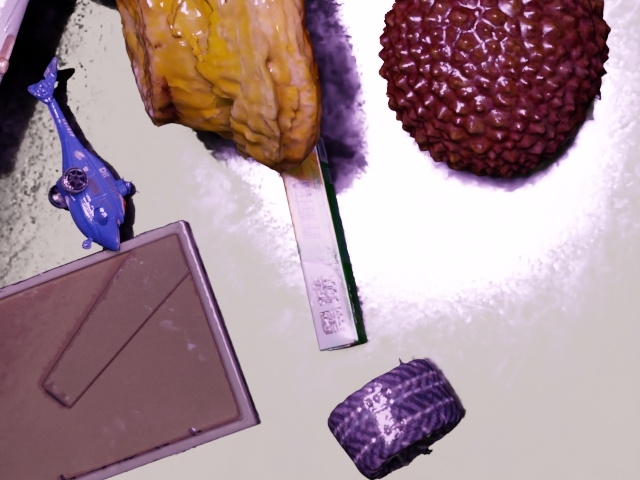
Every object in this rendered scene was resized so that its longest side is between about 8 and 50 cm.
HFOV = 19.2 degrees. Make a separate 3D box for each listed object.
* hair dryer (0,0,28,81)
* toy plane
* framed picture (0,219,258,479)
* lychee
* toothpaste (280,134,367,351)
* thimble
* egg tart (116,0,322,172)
[{"bbox_3d":[-0.261,-0.155,1.534,0.173,0.107,0.357,21,94,21],"label":"hair dryer"},{"bbox_3d":[-0.198,-0.067,1.560,0.062,0.054,0.167,-22,84,-26],"label":"toy plane"},{"bbox_3d":[-0.197,0.109,1.565,0.250,0.016,0.184,-21,84,4],"label":"framed picture"},{"bbox_3d":[0.128,-0.142,1.455,0.188,0.188,0.188,0,87,6],"label":"lychee"},{"bbox_3d":[0.000,0.000,1.534,0.037,0.043,0.179,-13,86,6],"label":"toothpaste"},{"bbox_3d":[0.059,0.140,1.489,0.095,0.104,0.066,-36,76,0],"label":"thimble"},{"bbox_3d":[-0.088,-0.175,1.430,0.123,0.294,0.294,-16,85,-11],"label":"egg tart"}]
